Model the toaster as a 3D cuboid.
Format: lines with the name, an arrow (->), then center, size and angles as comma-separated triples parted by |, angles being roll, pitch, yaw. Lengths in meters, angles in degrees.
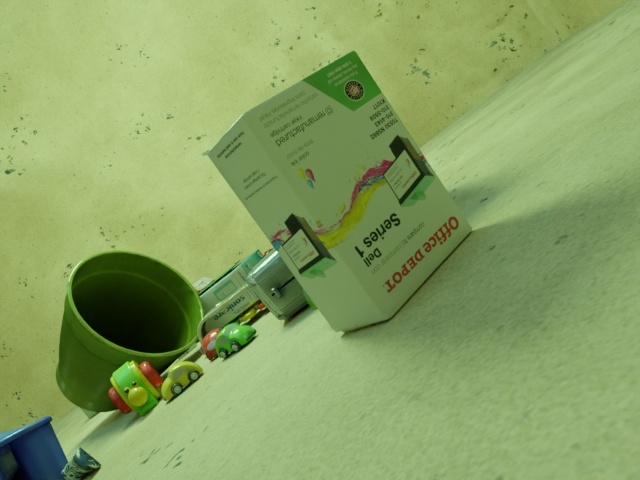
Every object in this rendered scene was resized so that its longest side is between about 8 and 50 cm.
toaster -> -0.054, 0.061, 1.135 | 0.146, 0.129, 0.227 | -39, 5, 3

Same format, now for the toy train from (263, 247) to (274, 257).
toy train -> -0.086, 0.051, 1.753 | 0.143, 0.105, 0.248 | -27, 4, -3

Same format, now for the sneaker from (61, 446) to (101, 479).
sneaker -> -0.442, 0.418, 1.061 | 0.058, 0.052, 0.135 | -51, 3, -29

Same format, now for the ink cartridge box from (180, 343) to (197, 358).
ink cartridge box -> -0.431, 0.346, 1.815 | 0.083, 0.028, 0.048 | -39, 4, -23

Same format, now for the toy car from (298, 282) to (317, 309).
toy car -> 0.022, 0.028, 0.904 | 0.155, 0.149, 0.188 | -26, -10, -12

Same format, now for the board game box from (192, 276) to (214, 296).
board game box -> -0.411, 0.235, 1.949 | 0.147, 0.045, 0.194 | -55, -24, -75

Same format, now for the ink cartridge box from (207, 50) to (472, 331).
ink cartridge box -> 0.031, -0.058, 0.718 | 0.201, 0.278, 0.117 | -40, 8, -34

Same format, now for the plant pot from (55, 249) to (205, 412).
plant pot -> -0.563, 0.278, 1.606 | 0.353, 0.366, 0.366 | -54, -4, 29

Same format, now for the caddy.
caddy -> -0.656, 0.463, 1.152 | 0.341, 0.179, 0.241 | -34, -4, 38

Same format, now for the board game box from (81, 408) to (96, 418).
board game box -> -0.733, 0.503, 2.164 | 0.224, 0.098, 0.303 | -36, 5, 23

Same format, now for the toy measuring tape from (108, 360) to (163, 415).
toy measuring tape -> -0.437, 0.339, 1.379 | 0.121, 0.121, 0.330 | -38, 4, -15

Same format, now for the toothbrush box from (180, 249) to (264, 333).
toothbrush box -> -0.273, 0.167, 1.812 | 0.216, 0.126, 0.295 | -37, 5, 16

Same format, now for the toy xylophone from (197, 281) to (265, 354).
toy xylophone -> -0.184, 0.155, 1.486 | 0.322, 0.081, 0.236 | -37, 4, 6

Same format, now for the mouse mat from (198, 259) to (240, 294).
mouse mat -> -0.328, 0.129, 1.769 | 0.189, 0.007, 0.152 | -37, 5, 8

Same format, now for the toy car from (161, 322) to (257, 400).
toy car -> -0.222, 0.226, 1.228 | 0.225, 0.053, 0.239 | -35, 5, 35
